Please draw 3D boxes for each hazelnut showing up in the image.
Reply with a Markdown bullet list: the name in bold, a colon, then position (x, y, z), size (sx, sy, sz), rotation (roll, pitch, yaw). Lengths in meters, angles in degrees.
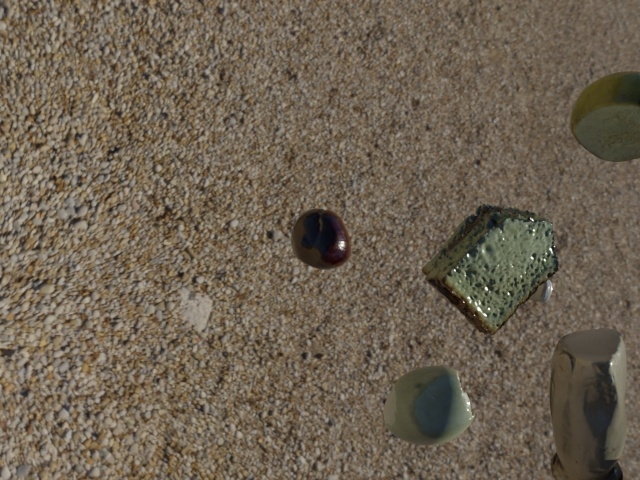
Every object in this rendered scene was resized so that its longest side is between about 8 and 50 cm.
- **hazelnut**: position (0.000, 0.000, 1.855), size (0.218, 0.218, 0.233), rotation (-11, 69, -35)

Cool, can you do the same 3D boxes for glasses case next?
- **glasses case**: position (0.618, 0.138, 1.551), size (0.049, 0.193, 0.074), rotation (13, 90, -17)

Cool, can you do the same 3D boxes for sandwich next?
- **sandwich**: position (0.452, 0.052, 1.340), size (0.262, 0.131, 0.325), rotation (42, 91, -24)

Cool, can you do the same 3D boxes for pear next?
- **pear**: position (0.473, -0.202, 0.809), size (0.141, 0.141, 0.104), rotation (42, 66, -21)

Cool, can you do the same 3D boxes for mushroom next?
- **mushroom**: position (0.501, 0.316, 0.967), size (0.154, 0.138, 0.407), rotation (-68, 150, -51)

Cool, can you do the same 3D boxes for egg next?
- **egg**: position (0.393, 0.623, 1.941), size (0.278, 0.336, 0.278), rotation (-22, 90, -76)
